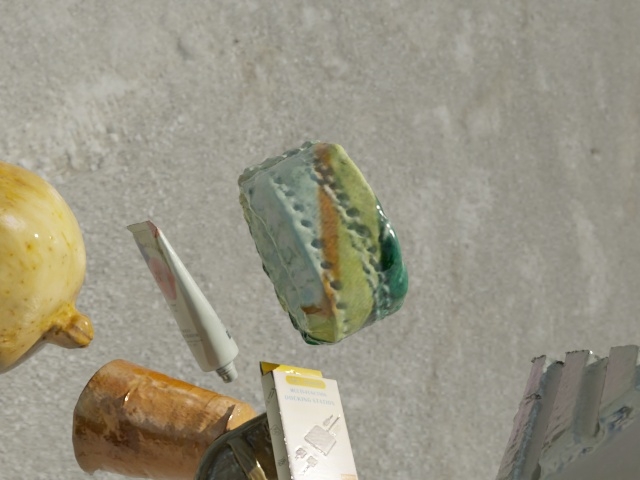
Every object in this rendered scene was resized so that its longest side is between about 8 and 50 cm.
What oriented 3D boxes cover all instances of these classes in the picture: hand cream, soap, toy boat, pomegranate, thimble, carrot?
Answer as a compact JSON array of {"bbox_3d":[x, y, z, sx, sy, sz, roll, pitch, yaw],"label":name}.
[{"bbox_3d":[-0.245,0.115,1.582,0.077,0.124,0.341,-37,106,-28],"label":"hand cream"},{"bbox_3d":[0.327,0.168,0.887,0.159,0.258,0.302,41,30,0],"label":"soap"},{"bbox_3d":[-0.110,0.331,1.293,0.188,0.061,0.116,-28,90,-19],"label":"toy boat"},{"bbox_3d":[-0.557,0.061,1.474,0.410,0.410,0.410,7,80,-45],"label":"pomegranate"},{"bbox_3d":[0.000,0.000,1.262,0.167,0.254,0.288,-24,85,-11],"label":"thimble"},{"bbox_3d":[-0.244,0.310,1.412,0.196,0.254,0.196,8,90,-68],"label":"carrot"}]

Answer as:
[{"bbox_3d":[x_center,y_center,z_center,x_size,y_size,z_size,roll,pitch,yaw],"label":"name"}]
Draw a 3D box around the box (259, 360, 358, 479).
[{"bbox_3d":[-0.012,0.281,1.215,0.129,0.033,0.247,15,49,-40],"label":"box"}]
